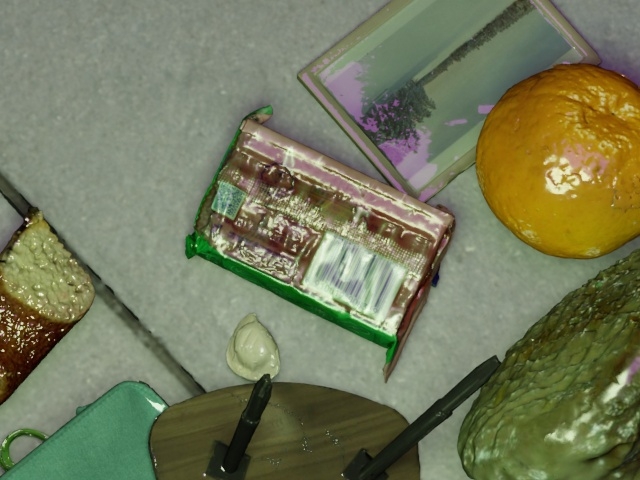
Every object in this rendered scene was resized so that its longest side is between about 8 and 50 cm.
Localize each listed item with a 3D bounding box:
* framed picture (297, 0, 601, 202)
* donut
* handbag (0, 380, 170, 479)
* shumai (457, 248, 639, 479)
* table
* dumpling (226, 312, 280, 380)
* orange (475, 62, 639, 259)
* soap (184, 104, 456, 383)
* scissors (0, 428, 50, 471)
[{"bbox_3d":[0.149,-0.199,1.978,0.289,0.016,0.213,-38,81,-11],"label":"framed picture"},{"bbox_3d":[-0.337,0.082,1.846,0.126,0.144,0.186,41,48,1],"label":"donut"},{"bbox_3d":[-0.211,0.311,1.738,0.269,0.100,0.274,47,55,-2],"label":"handbag"},{"bbox_3d":[0.365,0.194,1.759,0.397,0.324,0.323,-41,99,-16],"label":"shumai"},{"bbox_3d":[0.030,0.249,1.680,0.317,0.249,0.317,11,63,-22],"label":"table"},{"bbox_3d":[-0.076,0.122,1.879,0.059,0.043,0.077,-31,82,13],"label":"dumpling"},{"bbox_3d":[0.277,-0.085,1.862,0.219,0.193,0.219,5,37,-3],"label":"orange"},{"bbox_3d":[0.000,-0.001,1.881,0.273,0.098,0.218,25,76,4],"label":"soap"},{"bbox_3d":[-0.245,0.254,1.845,0.204,0.027,0.101,1,78,-4],"label":"scissors"}]
